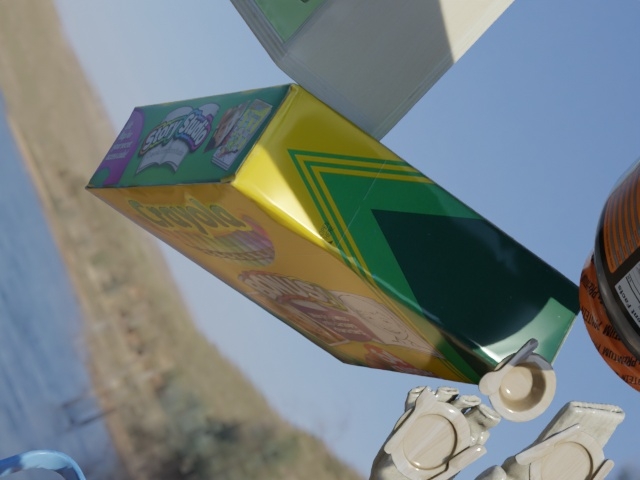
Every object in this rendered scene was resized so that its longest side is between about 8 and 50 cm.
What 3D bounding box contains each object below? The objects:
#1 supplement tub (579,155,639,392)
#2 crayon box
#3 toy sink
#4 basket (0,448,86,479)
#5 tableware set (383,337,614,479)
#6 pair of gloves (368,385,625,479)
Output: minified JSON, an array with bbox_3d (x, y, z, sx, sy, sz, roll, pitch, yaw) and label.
[{"bbox_3d":[0.305,-0.018,1.253,0.194,0.193,0.316,64,-29,17],"label":"supplement tub"},{"bbox_3d":[0.000,0.000,1.635,0.313,0.106,0.363,34,-13,-21],"label":"crayon box"},{"bbox_3d":[0.057,-0.225,1.542,0.131,0.234,0.153,38,12,-34],"label":"toy sink"},{"bbox_3d":[-0.251,0.307,1.499,0.289,0.254,0.201,54,-40,28],"label":"basket"},{"bbox_3d":[0.138,0.164,1.450,0.169,0.141,0.020,55,-7,-19],"label":"tableware set"},{"bbox_3d":[0.150,0.215,1.808,0.204,0.240,0.042,-65,-147,36],"label":"pair of gloves"}]
